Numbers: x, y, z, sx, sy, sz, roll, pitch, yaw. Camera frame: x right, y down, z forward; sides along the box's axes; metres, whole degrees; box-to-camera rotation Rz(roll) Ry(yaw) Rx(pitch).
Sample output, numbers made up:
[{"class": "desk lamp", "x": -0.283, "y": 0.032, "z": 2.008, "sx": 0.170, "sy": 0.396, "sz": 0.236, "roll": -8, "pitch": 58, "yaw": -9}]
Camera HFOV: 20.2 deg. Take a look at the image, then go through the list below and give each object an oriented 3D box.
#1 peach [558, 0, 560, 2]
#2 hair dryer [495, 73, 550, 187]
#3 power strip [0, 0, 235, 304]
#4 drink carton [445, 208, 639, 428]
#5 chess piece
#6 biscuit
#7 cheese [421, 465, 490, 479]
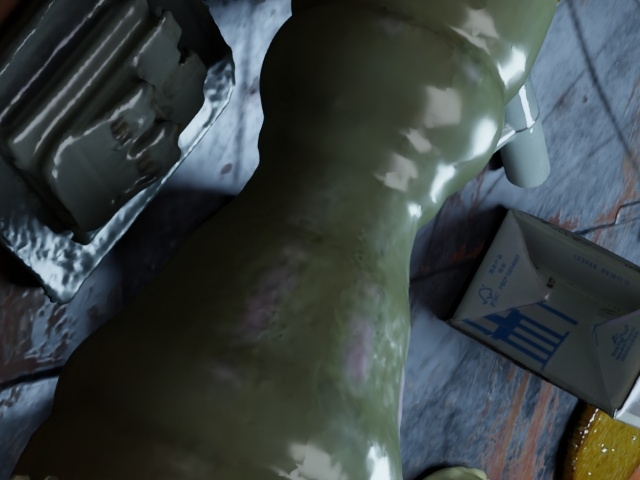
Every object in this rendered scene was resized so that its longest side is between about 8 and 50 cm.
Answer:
[{"class": "peach", "x": 0.121, "y": -0.212, "z": 1.309, "sx": 0.151, "sy": 0.118, "sz": 0.151, "roll": -13, "pitch": 90, "yaw": -77}, {"class": "hair dryer", "x": 0.118, "y": -0.057, "z": 1.503, "sx": 0.183, "sy": 0.044, "sz": 0.155, "roll": -45, "pitch": 144, "yaw": -16}, {"class": "power strip", "x": -0.127, "y": -0.074, "z": 1.109, "sx": 0.213, "sy": 0.064, "sz": 0.198, "roll": -53, "pitch": 147, "yaw": -12}, {"class": "drink carton", "x": 0.283, "y": 0.092, "z": 1.700, "sx": 0.132, "sy": 0.194, "sz": 0.324, "roll": -61, "pitch": 149, "yaw": 3}, {"class": "chess piece", "x": 0.000, "y": 0.000, "z": 1.122, "sx": 0.442, "sy": 0.234, "sz": 0.234, "roll": -65, "pitch": 151, "yaw": -17}, {"class": "biscuit", "x": 0.312, "y": 0.240, "z": 2.018, "sx": 0.126, "sy": 0.025, "sz": 0.206, "roll": -54, "pitch": 147, "yaw": -12}, {"class": "cheese", "x": 0.149, "y": 0.368, "z": 1.811, "sx": 0.384, "sy": 0.104, "sz": 0.384, "roll": -34, "pitch": 139, "yaw": -36}]
